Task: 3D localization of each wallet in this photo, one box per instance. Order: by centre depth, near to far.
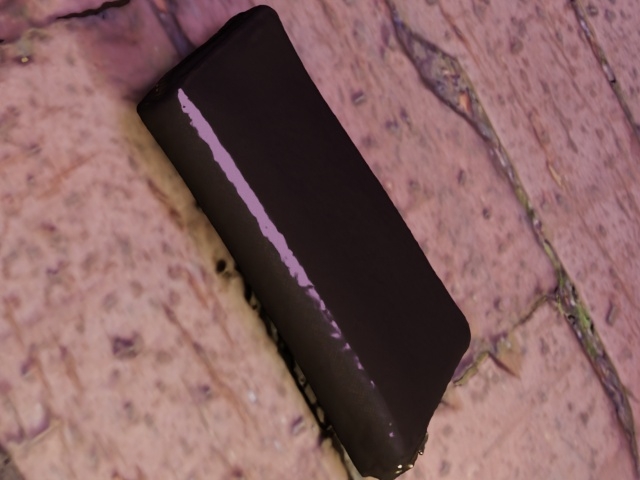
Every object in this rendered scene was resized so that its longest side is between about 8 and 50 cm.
[{"bbox_3d":[0.000,0.000,0.938,0.250,0.044,0.149,57,32,-14],"label":"wallet"}]
